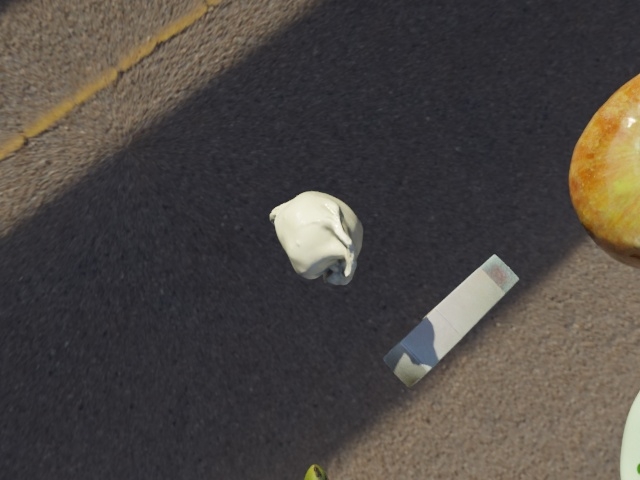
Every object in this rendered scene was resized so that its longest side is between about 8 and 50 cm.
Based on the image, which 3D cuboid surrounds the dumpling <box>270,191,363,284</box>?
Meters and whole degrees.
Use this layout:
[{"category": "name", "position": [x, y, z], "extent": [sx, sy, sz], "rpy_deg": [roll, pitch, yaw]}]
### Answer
[{"category": "dumpling", "position": [0.000, 0.000, 1.362], "extent": [0.132, 0.250, 0.162], "rpy_deg": [-40, 113, -17]}]

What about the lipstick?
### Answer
[{"category": "lipstick", "position": [0.260, 0.149, 1.578], "extent": [0.080, 0.076, 0.371], "rpy_deg": [47, 46, 9]}]

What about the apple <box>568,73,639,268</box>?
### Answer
[{"category": "apple", "position": [0.513, -0.104, 1.162], "extent": [0.309, 0.250, 0.277], "rpy_deg": [-24, 75, 24]}]

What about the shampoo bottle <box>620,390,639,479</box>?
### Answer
[{"category": "shampoo bottle", "position": [0.628, 0.295, 1.377], "extent": [0.151, 0.222, 0.350], "rpy_deg": [15, 82, -32]}]

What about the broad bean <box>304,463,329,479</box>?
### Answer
[{"category": "broad bean", "position": [0.011, 0.415, 0.975], "extent": [0.067, 0.075, 0.325], "rpy_deg": [-2, 104, 16]}]
